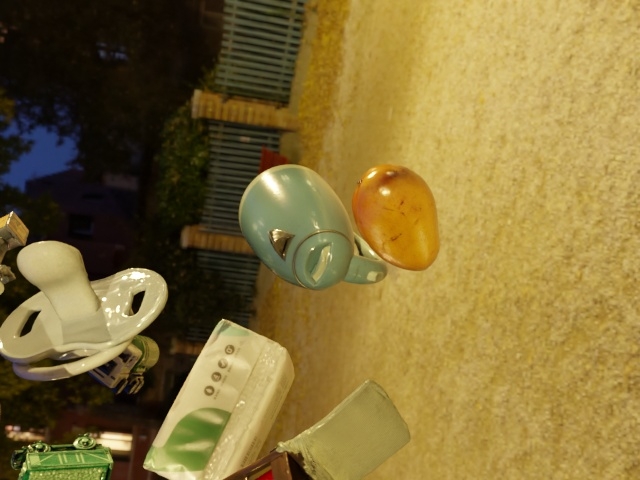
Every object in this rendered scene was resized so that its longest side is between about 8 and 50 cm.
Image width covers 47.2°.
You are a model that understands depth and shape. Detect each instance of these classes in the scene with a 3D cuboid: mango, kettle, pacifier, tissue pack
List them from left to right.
[{"bbox_3d":[-0.385,0.088,1.123,0.227,0.279,0.207,-90,-13,-61],"label":"pacifier"},{"bbox_3d":[-0.213,0.392,1.620,0.266,0.194,0.356,85,-151,-66],"label":"tissue pack"},{"bbox_3d":[0.000,0.000,1.704,0.247,0.319,0.342,-68,27,16],"label":"kettle"},{"bbox_3d":[0.138,-0.033,1.284,0.219,0.145,0.112,63,-158,-25],"label":"mango"}]

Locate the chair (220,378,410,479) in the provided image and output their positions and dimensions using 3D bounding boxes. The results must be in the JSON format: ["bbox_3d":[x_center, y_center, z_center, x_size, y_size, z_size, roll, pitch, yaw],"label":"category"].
[{"bbox_3d":[-0.003,0.371,1.060,0.160,0.319,0.186,57,-177,-26],"label":"chair"}]

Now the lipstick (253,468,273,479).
[{"bbox_3d":[-0.051,0.497,1.576,0.073,0.279,0.073,50,158,29],"label":"lipstick"}]

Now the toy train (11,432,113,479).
[{"bbox_3d":[-0.699,0.617,1.999,0.154,0.269,0.115,46,122,51],"label":"toy train"}]

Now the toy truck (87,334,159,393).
[{"bbox_3d":[-0.437,0.268,1.643,0.125,0.101,0.242,-53,-7,-7],"label":"toy truck"}]

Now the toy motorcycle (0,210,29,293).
[{"bbox_3d":[-0.686,0.056,1.480,0.263,0.157,0.091,-110,-7,-55],"label":"toy motorcycle"}]
